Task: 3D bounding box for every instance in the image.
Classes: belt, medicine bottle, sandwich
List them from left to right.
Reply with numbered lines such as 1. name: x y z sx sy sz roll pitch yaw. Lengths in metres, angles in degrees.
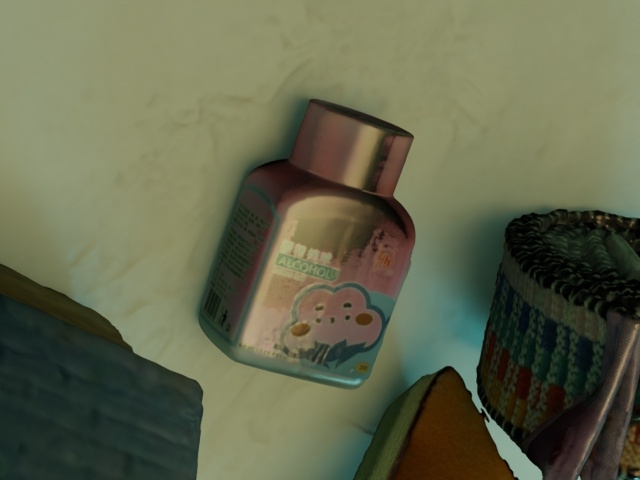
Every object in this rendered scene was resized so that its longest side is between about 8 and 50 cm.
1. medicine bottle: 0.000 0.000 1.322 0.119 0.094 0.188 16 99 -24
2. sandwich: 0.061 0.230 1.370 0.186 0.108 0.220 -25 88 -23
3. belt: 0.223 0.088 1.332 0.207 0.295 0.160 6 106 -10

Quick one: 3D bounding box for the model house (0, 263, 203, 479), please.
1. model house: -0.303 0.184 1.116 0.334 0.342 0.382 27 95 -28
